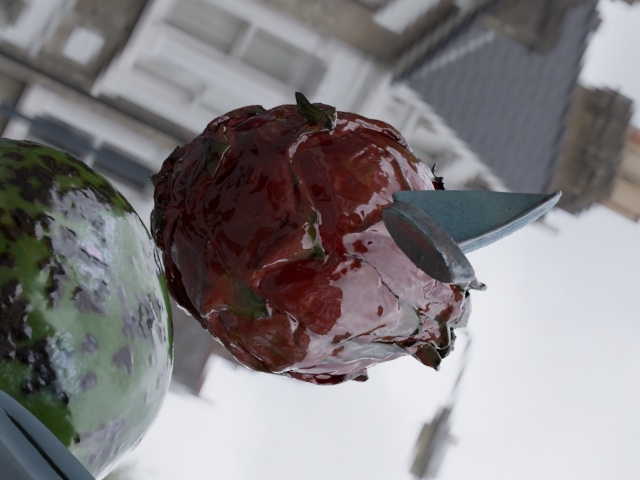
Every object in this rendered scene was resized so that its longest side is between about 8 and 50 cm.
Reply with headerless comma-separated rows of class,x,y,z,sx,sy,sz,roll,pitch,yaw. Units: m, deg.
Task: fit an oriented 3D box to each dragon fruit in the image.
dragon fruit,0.000,0.000,1.604,0.244,0.298,0.244,-159,-90,-75

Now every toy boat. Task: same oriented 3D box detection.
toy boat,0.112,-0.017,1.395,0.096,0.122,0.034,45,-37,30

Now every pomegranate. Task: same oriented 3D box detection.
pomegranate,-0.219,0.045,1.181,0.254,0.270,0.254,-25,-158,11

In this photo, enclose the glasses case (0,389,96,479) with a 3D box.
glasses case,-0.115,0.118,0.760,0.178,0.045,0.067,37,-67,48
